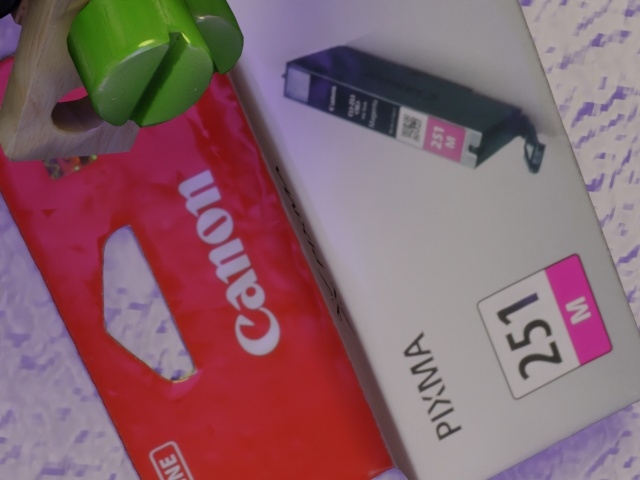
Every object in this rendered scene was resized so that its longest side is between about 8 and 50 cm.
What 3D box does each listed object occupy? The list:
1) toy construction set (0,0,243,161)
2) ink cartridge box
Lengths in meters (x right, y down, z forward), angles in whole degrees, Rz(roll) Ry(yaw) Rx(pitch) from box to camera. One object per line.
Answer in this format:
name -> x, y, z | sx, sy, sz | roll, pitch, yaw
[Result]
toy construction set -> -0.012, -0.153, 0.546 | 0.257, 0.237, 0.309 | 24, 121, -42
ink cartridge box -> 0.000, 0.000, 0.818 | 0.239, 0.060, 0.275 | -27, 110, -10
